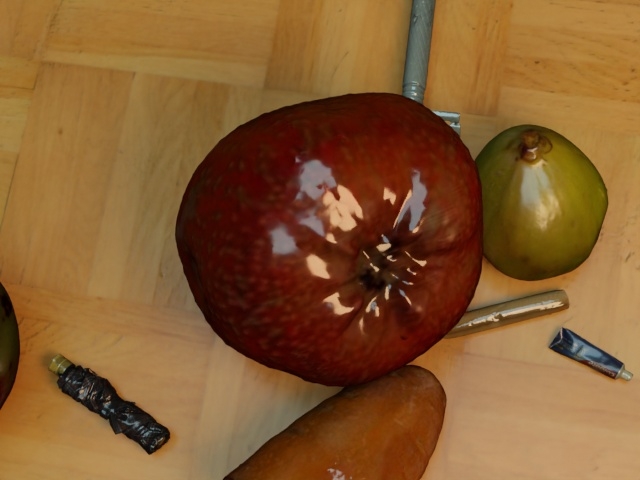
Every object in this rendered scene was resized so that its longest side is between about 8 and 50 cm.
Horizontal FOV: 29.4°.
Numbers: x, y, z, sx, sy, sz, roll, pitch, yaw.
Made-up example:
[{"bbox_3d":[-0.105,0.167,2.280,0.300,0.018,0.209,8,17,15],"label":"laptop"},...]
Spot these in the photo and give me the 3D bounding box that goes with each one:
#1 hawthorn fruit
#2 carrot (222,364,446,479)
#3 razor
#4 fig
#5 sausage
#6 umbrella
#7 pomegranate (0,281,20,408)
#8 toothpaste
[{"bbox_3d":[0.000,0.000,1.125,0.275,0.299,0.276,5,80,-32],"label":"hawthorn fruit"},{"bbox_3d":[0.032,0.210,1.138,0.159,0.159,0.225,41,69,14],"label":"carrot"},{"bbox_3d":[0.101,-0.211,1.275,0.106,0.068,0.232,5,71,6],"label":"razor"},{"bbox_3d":[0.207,-0.037,1.189,0.136,0.121,0.153,-30,98,-8],"label":"fig"},{"bbox_3d":[0.180,0.073,1.207,0.132,0.024,0.024,-14,74,1],"label":"sausage"},{"bbox_3d":[-0.212,0.162,1.215,0.144,0.040,0.037,33,89,14],"label":"umbrella"},{"bbox_3d":[-0.422,0.071,1.159,0.242,0.242,0.306,-37,70,-5],"label":"pomegranate"},{"bbox_3d":[0.265,0.114,1.191,0.083,0.019,0.027,29,104,13],"label":"toothpaste"}]
